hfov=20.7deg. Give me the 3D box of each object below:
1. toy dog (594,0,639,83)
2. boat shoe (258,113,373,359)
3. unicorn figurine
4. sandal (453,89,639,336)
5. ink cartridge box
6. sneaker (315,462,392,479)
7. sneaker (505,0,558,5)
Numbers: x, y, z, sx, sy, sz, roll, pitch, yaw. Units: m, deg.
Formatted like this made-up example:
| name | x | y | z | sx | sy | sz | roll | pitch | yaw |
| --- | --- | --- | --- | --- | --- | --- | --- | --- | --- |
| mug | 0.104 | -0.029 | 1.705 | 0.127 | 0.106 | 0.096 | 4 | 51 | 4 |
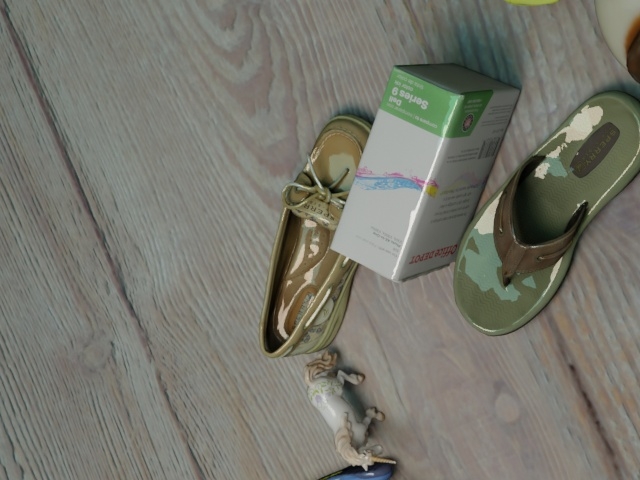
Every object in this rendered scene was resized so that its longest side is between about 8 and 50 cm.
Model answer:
| name | x | y | z | sx | sy | sz | roll | pitch | yaw |
| --- | --- | --- | --- | --- | --- | --- | --- | --- | --- |
| toy dog | 0.349 | -0.334 | 1.609 | 0.395 | 0.284 | 0.407 | -8 | 112 | 0 |
| boat shoe | 0.000 | 0.000 | 1.952 | 0.105 | 0.089 | 0.285 | 18 | 105 | 24 |
| unicorn figurine | 0.031 | 0.199 | 1.954 | 0.162 | 0.111 | 0.060 | 43 | 113 | 14 |
| sandal | 0.230 | -0.032 | 1.835 | 0.120 | 0.086 | 0.302 | 39 | 113 | 16 |
| ink cartridge box | 0.111 | -0.075 | 1.850 | 0.093 | 0.154 | 0.212 | 25 | 108 | 24 |
| sneaker | 0.030 | 0.293 | 2.004 | 0.144 | 0.053 | 0.059 | -29 | 86 | 34 |
| sneaker | 0.243 | -0.387 | 1.782 | 0.124 | 0.109 | 0.295 | 6 | 101 | 6 |
